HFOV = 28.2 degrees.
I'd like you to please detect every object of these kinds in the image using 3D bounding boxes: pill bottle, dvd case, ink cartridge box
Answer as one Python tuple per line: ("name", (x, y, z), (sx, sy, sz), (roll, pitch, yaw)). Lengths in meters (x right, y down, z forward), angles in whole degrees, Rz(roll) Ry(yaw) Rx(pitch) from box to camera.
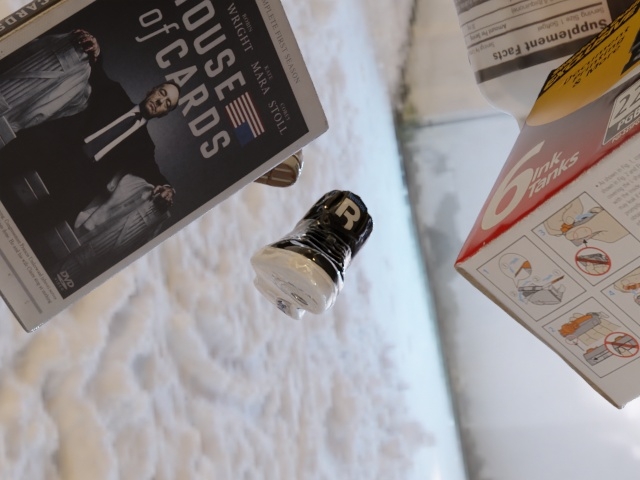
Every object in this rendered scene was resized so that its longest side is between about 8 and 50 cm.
("pill bottle", (0.175, -0.185, 0.913), (0.162, 0.162, 0.278), (-33, 107, -78))
("dvd case", (-0.119, -0.076, 0.765), (0.029, 0.239, 0.179), (39, -21, 47))
("ink cartridge box", (0.246, -0.099, 0.662), (0.130, 0.309, 0.272), (40, 45, -8))

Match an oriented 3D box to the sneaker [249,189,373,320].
("sneaker", (0.000, 0.000, 1.132), (0.079, 0.121, 0.217), (39, -11, -3))

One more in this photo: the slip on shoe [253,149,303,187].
("slip on shoe", (-0.082, -0.086, 1.200), (0.051, 0.135, 0.041), (89, 14, -48))
